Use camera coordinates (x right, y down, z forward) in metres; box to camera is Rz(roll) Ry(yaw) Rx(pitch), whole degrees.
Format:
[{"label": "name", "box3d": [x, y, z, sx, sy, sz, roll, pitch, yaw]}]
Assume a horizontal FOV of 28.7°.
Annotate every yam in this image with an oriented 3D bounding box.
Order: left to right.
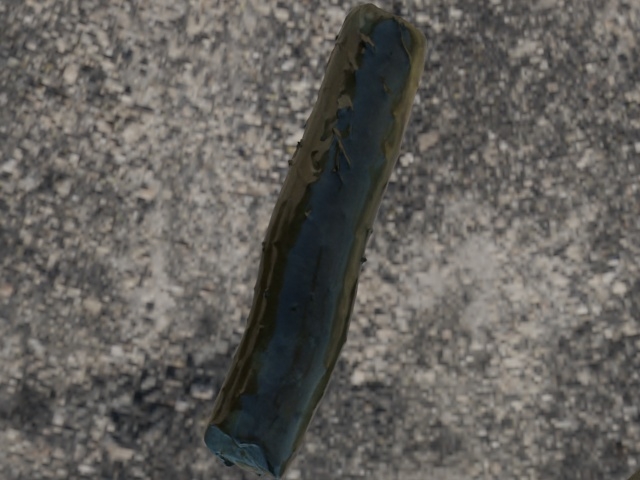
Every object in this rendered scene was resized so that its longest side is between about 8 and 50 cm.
[{"label": "yam", "box3d": [0.000, 0.000, 0.822, 0.071, 0.317, 0.067, 13, 171, 36]}]

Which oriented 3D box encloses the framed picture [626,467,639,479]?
[{"label": "framed picture", "box3d": [0.510, 0.239, 1.234, 0.326, 0.446, 0.028, 19, 128, 41]}]
